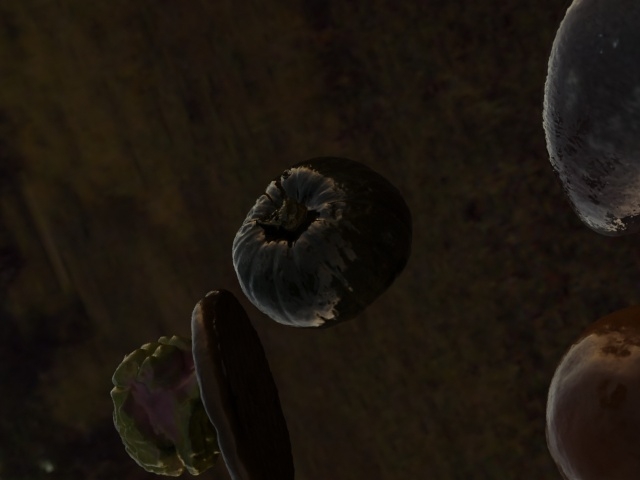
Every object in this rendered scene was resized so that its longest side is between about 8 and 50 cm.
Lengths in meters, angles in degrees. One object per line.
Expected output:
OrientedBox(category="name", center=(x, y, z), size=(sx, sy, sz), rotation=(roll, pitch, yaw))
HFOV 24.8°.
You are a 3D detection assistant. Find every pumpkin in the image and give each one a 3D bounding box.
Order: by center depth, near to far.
OrientedBox(category="pumpkin", center=(0.000, 0.000, 1.734), size=(0.157, 0.223, 0.224), rotation=(45, -175, -40))

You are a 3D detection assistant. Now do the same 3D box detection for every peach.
OrientedBox(category="peach", center=(0.470, 0.264, 2.023), size=(0.342, 0.302, 0.343), rotation=(32, -176, -2))

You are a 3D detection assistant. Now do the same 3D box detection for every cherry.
OrientedBox(category="cherry", center=(0.185, -0.062, 0.656), size=(0.115, 0.188, 0.148), rotation=(30, 106, 58))

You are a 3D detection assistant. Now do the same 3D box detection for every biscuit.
OrientedBox(category="biscuit", center=(-0.067, 0.145, 1.281), size=(0.212, 0.036, 0.212), rotation=(-17, -90, -82))

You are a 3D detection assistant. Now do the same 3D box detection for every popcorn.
OrientedBox(category="popcorn", center=(-0.153, 0.172, 1.498), size=(0.145, 0.125, 0.126), rotation=(57, 163, -10))
